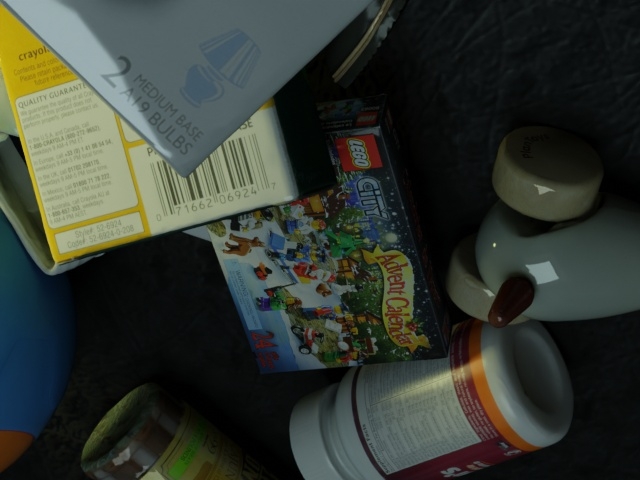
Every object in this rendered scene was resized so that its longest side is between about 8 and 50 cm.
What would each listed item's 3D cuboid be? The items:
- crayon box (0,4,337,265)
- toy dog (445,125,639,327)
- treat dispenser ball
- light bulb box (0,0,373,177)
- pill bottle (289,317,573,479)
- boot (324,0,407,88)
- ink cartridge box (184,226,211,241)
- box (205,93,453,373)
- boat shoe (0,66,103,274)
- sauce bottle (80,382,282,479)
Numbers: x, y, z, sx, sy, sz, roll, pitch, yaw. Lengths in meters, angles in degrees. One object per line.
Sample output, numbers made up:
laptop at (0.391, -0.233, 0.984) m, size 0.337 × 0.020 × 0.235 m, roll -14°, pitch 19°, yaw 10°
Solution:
crayon box at (-0.131, -0.164, 1.391) m, size 0.203 × 0.083 × 0.322 m, roll -14°, pitch 93°, yaw 23°
toy dog at (0.248, 0.038, 1.461) m, size 0.334 × 0.161 × 0.220 m, roll 1°, pitch 129°, yaw 16°
treat dispenser ball at (-0.344, 0.073, 1.585) m, size 0.288 × 0.288 × 0.288 m, roll 8°, pitch 130°, yaw 10°
light bulb box at (-0.079, -0.301, 1.147) m, size 0.361 × 0.225 × 0.358 m, roll -44°, pitch 110°, yaw 8°
pill bottle at (0.090, 0.143, 1.622) m, size 0.221 × 0.121 × 0.121 m, roll -24°, pitch 118°, yaw 32°
boot at (0.013, -0.221, 1.386) m, size 0.137 × 0.077 × 0.198 m, roll 28°, pitch 118°, yaw -1°
ink cartridge box at (-0.092, -0.060, 1.549) m, size 0.180 × 0.060 × 0.104 m, roll 19°, pitch 131°, yaw 1°
box at (0.000, 0.000, 1.502) m, size 0.159 × 0.044 × 0.233 m, roll -6°, pitch 128°, yaw 17°
boat shoe at (-0.244, -0.094, 1.504) m, size 0.095 × 0.084 × 0.258 m, roll -30°, pitch 94°, yaw 48°
sauce bottle at (-0.060, 0.269, 1.782) m, size 0.344 × 0.111 × 0.111 m, roll 40°, pitch 128°, yaw -19°
